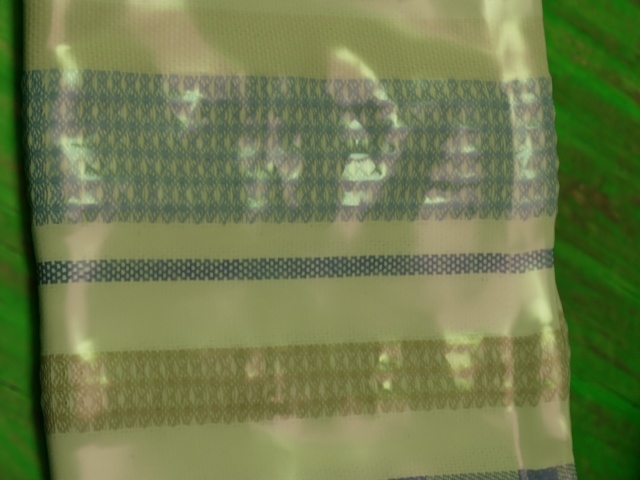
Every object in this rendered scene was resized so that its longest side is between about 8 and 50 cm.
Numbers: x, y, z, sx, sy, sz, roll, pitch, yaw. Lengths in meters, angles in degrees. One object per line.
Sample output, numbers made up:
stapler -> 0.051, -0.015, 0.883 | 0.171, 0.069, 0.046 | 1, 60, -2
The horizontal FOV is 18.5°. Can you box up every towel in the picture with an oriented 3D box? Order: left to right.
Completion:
towel -> 0.000, 0.000, 0.687 | 0.209, 0.034, 0.285 | -1, 85, -27
